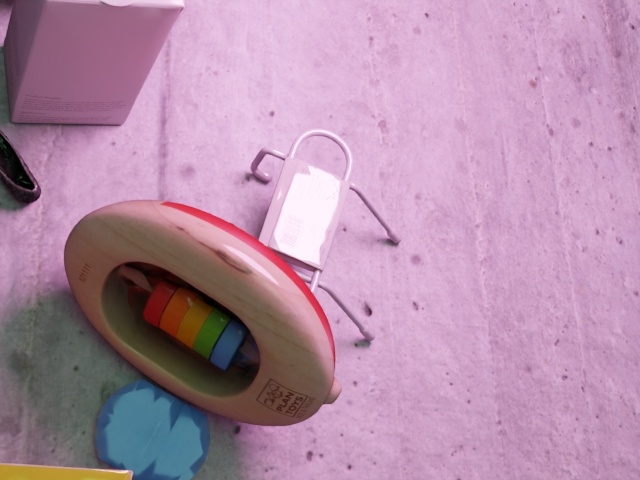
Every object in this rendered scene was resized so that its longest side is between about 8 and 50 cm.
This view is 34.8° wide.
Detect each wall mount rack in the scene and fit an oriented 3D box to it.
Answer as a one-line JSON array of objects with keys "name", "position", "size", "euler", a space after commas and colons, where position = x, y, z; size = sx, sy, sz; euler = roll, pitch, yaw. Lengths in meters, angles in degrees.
[{"name": "wall mount rack", "position": [0.000, 0.000, 1.700], "size": [0.304, 0.130, 0.350], "euler": [24, 60, -10]}]

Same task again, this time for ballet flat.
[{"name": "ballet flat", "position": [-0.486, -0.132, 1.567], "size": [0.173, 0.049, 0.057], "euler": [49, 56, 2]}]

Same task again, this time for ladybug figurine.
[{"name": "ladybug figurine", "position": [-0.157, 0.095, 1.487], "size": [0.449, 0.305, 0.162], "euler": [35, 39, 2]}]

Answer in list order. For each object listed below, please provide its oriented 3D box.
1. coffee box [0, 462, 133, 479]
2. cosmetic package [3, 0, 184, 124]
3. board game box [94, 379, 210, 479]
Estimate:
[{"name": "coffee box", "position": [-0.424, 0.446, 1.174], "size": [0.337, 0.334, 0.338], "euler": [9, 65, -22]}, {"name": "cosmetic package", "position": [-0.351, -0.317, 1.525], "size": [0.197, 0.365, 0.155], "euler": [-1, 69, -26]}, {"name": "board game box", "position": [-0.250, 0.292, 1.505], "size": [0.168, 0.033, 0.133], "euler": [30, 64, -5]}]
